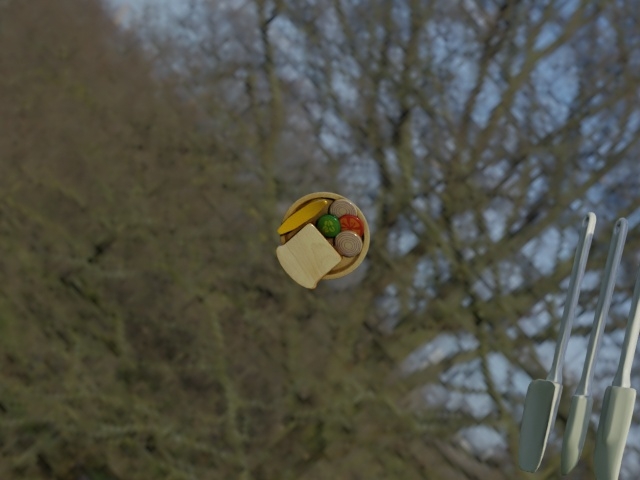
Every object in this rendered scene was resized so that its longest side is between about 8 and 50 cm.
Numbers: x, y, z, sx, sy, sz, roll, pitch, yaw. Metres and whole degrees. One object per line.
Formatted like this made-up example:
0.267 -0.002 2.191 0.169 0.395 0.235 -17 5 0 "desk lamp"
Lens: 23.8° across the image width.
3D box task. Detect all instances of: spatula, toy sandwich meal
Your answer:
0.231 0.086 1.302 0.019 0.242 0.168 14 -6 -16 "spatula"
0.000 0.000 1.285 0.085 0.085 0.029 49 16 -6 "toy sandwich meal"
